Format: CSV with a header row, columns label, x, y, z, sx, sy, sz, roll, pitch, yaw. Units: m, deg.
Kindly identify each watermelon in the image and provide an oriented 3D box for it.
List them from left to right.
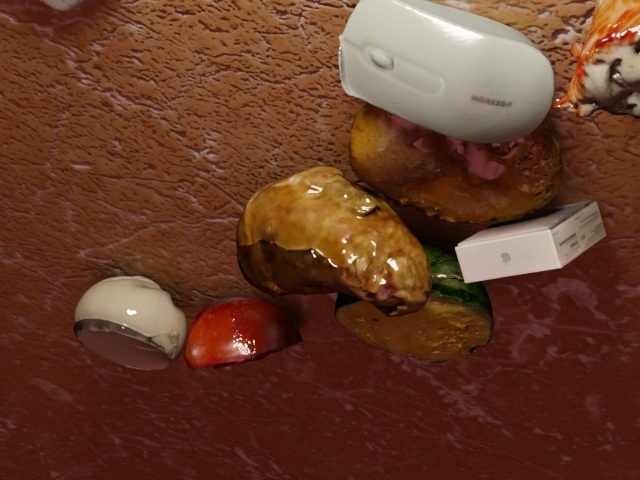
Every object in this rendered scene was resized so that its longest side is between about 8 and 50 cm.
label,x,y,z,sx,sy,sz,roll,pitch,yaw
watermelon,0.124,0.069,1.815,0.204,0.127,0.232,-2,150,21

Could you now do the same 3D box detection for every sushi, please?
label,x,y,z,sx,sy,sz,roll,pitch,yaw
sushi,0.371,-0.191,1.273,0.332,0.124,0.130,-3,137,25

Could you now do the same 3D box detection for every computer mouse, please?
label,x,y,z,sx,sy,sz,roll,pitch,yaw
computer mouse,0.127,-0.174,1.432,0.231,0.079,0.127,14,121,5

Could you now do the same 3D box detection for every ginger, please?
label,x,y,z,sx,sy,sz,roll,pitch,yaw
ginger,0.000,0.000,1.695,0.321,0.165,0.172,14,134,54

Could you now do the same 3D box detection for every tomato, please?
label,x,y,z,sx,sy,sz,roll,pitch,yaw
tomato,-0.121,0.131,2.077,0.173,0.099,0.189,-14,-179,18

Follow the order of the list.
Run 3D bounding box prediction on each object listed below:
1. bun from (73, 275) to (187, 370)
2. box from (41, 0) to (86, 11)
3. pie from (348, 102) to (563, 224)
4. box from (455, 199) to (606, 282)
label,x,y,z,sx,sy,sz,roll,pitch,yaw
bun,-0.280,0.115,2.090,0.173,0.119,0.173,13,154,7
box,-0.342,-0.343,1.436,0.285,0.044,0.142,34,149,-28
pie,0.153,-0.098,1.589,0.273,0.069,0.273,8,151,5
box,0.249,0.000,1.649,0.129,0.130,0.051,-12,99,38
